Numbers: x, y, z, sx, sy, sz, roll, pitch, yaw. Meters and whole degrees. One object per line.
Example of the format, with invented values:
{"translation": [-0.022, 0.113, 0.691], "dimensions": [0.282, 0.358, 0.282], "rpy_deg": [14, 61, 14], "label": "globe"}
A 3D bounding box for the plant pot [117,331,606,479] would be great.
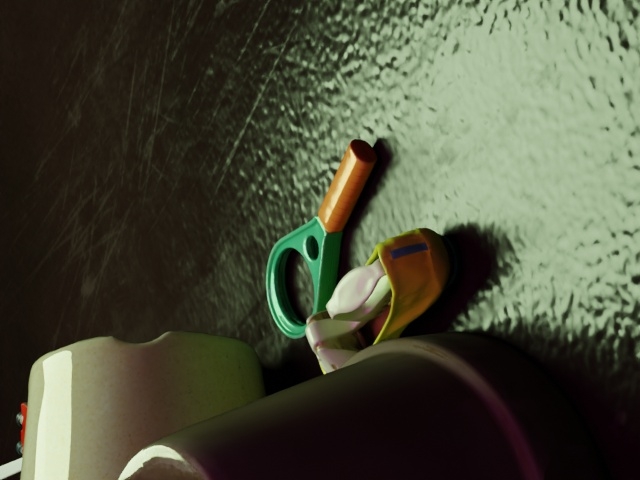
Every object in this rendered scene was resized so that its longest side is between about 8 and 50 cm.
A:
{"translation": [0.005, 0.229, 1.141], "dimensions": [0.323, 0.280, 0.323], "rpy_deg": [-2, 88, 54], "label": "plant pot"}

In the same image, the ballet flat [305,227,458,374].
{"translation": [0.032, 0.064, 1.293], "dimensions": [0.231, 0.077, 0.077], "rpy_deg": [-55, 52, 49], "label": "ballet flat"}

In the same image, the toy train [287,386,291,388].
{"translation": [-0.023, 0.179, 1.464], "dimensions": [0.017, 0.023, 0.083], "rpy_deg": [-35, 67, 56], "label": "toy train"}

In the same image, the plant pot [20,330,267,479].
{"translation": [-0.156, 0.258, 1.462], "dimensions": [0.334, 0.334, 0.305], "rpy_deg": [-36, 55, 56], "label": "plant pot"}

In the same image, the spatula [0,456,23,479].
{"translation": [-0.326, 0.319, 1.931], "dimensions": [0.242, 0.019, 0.168], "rpy_deg": [-25, 80, 36], "label": "spatula"}

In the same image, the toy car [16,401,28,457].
{"translation": [-0.374, 0.340, 2.057], "dimensions": [0.225, 0.053, 0.239], "rpy_deg": [-28, 72, 58], "label": "toy car"}

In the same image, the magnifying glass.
{"translation": [0.000, 0.000, 1.383], "dimensions": [0.092, 0.026, 0.231], "rpy_deg": [61, 143, 31], "label": "magnifying glass"}
